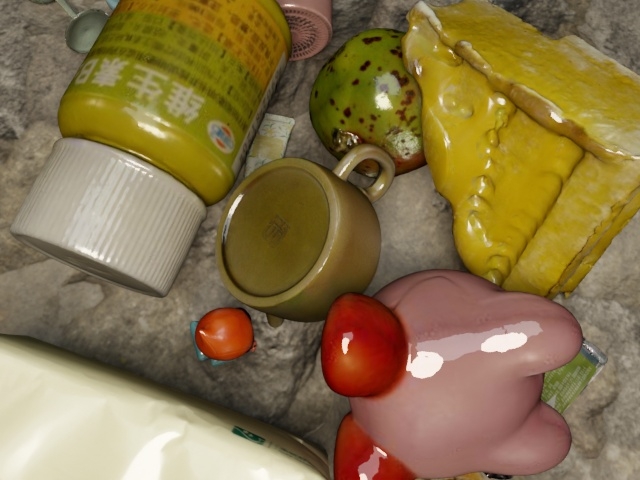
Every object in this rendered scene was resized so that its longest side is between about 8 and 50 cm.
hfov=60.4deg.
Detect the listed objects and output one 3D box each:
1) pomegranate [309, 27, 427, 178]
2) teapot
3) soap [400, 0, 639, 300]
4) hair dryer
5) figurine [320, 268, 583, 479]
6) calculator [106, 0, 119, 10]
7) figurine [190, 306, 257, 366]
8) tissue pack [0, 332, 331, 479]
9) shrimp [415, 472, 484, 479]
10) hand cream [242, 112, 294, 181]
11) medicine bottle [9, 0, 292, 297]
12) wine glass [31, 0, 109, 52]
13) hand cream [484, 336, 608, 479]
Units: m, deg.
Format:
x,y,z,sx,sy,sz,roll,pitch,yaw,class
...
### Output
x,y,z,sx,sy,sz,roll,pitch,yaw,class
0.092,-0.183,0.753,0.198,0.246,0.198,4,106,15,pomegranate
0.000,0.000,0.678,0.267,0.175,0.185,-51,55,10,teapot
0.207,-0.075,0.675,0.169,0.338,0.304,-26,58,-28,soap
-0.153,-0.404,0.793,0.352,0.125,0.210,5,73,-16,hair dryer
0.118,0.139,0.611,0.261,0.211,0.269,-11,112,-8,figurine
-0.234,-0.420,0.869,0.188,0.042,0.302,16,72,2,calculator
-0.116,0.111,0.652,0.075,0.140,0.068,-14,77,-7,figurine
-0.190,0.239,0.527,0.380,0.297,0.207,20,74,2,tissue pack
0.143,0.317,0.642,0.132,0.051,0.187,-20,71,-9,shrimp
-0.082,-0.098,0.773,0.067,0.042,0.194,8,69,0,hand cream
-0.199,-0.140,0.686,0.224,0.224,0.384,19,73,4,medicine bottle
-0.404,-0.376,0.828,0.079,0.079,0.195,-41,78,-14,wine glass
0.271,0.204,0.693,0.086,0.055,0.235,43,68,8,hand cream
